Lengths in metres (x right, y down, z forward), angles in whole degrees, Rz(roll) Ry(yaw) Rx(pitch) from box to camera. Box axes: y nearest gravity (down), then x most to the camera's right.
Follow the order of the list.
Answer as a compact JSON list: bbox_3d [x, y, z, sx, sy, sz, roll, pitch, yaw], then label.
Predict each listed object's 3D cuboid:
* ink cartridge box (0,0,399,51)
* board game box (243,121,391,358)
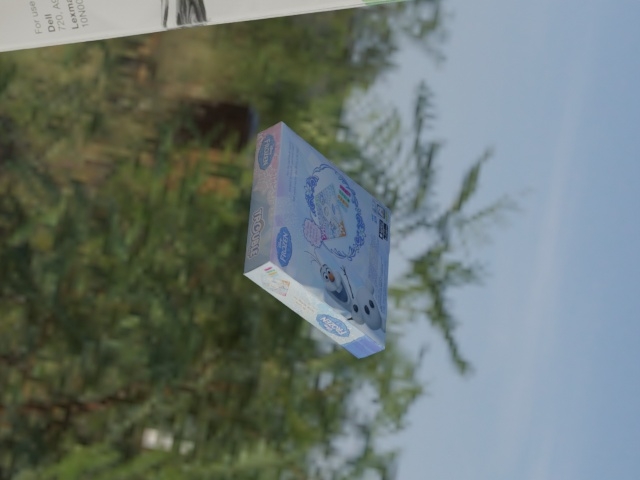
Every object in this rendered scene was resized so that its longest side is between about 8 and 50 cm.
[{"bbox_3d":[-0.031,-0.156,0.759,0.160,0.219,0.092,-61,143,-64],"label":"ink cartridge box"},{"bbox_3d":[0.000,0.000,0.886,0.020,0.090,0.090,-24,-136,32],"label":"board game box"}]
